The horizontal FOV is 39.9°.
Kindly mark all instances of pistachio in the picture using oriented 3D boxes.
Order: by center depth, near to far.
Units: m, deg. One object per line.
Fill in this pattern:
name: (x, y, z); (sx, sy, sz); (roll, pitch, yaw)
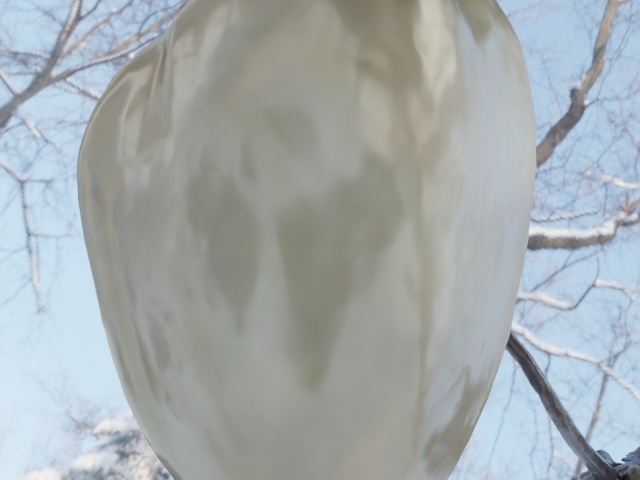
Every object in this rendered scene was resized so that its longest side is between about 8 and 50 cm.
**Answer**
pistachio: (0.000, 0.000, 0.425); (0.213, 0.193, 0.318); (-3, -82, -4)

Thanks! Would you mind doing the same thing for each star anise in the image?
star anise: (0.171, 0.091, 0.533); (0.148, 0.218, 0.227); (-29, -63, 2)
